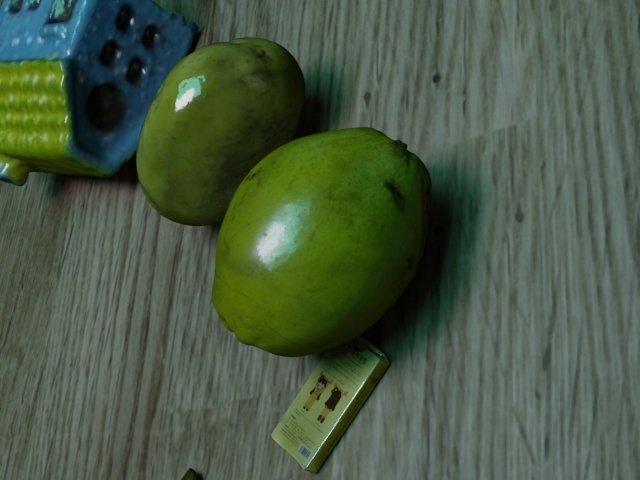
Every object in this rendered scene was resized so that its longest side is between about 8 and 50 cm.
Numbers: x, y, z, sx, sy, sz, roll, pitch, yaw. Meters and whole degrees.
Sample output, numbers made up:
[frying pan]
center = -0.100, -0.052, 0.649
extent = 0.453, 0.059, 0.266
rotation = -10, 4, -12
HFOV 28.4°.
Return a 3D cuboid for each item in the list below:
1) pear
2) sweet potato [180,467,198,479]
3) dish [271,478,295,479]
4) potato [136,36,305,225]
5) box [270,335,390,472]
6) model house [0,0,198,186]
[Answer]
[pear]
center = 0.000, 0.000, 1.324
extent = 0.269, 0.212, 0.212
rotation = -52, 44, 5
[sweet potato]
center = -0.178, 0.370, 1.383
extent = 0.069, 0.059, 0.249
rotation = -2, 61, 54
[dish]
center = -0.070, 0.309, 1.331
extent = 0.091, 0.039, 0.137
rotation = 25, 86, 46
[potato]
center = -0.122, -0.135, 1.520
extent = 0.148, 0.197, 0.228
rotation = -120, 37, -47
[box]
center = 0.010, 0.170, 1.353
extent = 0.149, 0.020, 0.073
rotation = -56, 43, 2
[model house]
center = -0.348, -0.217, 1.756
extent = 0.237, 0.215, 0.303
rotation = 6, 77, 43
